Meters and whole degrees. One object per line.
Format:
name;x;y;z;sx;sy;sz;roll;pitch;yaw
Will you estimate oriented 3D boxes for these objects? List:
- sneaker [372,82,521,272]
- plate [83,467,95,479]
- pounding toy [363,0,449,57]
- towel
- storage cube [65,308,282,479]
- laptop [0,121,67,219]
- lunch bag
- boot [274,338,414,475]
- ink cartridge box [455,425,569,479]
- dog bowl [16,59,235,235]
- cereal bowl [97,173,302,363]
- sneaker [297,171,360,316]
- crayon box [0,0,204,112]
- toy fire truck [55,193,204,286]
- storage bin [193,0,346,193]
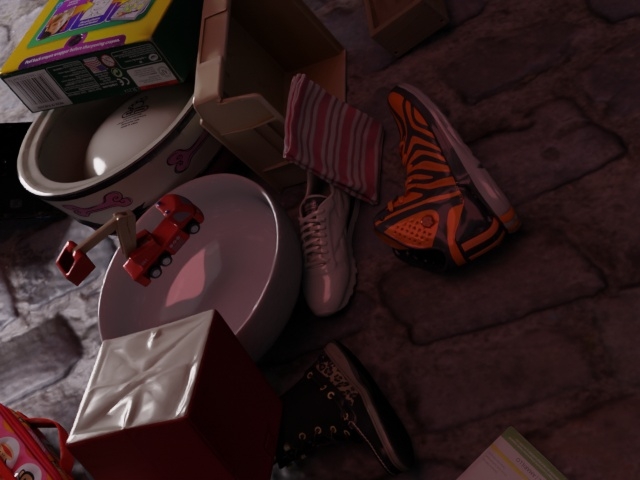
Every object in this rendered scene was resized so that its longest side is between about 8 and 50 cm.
sneaker;0.136;-0.087;1.611;0.180;0.124;0.321;-35;50;6
plate;-0.297;0.290;1.704;0.188;0.024;0.188;-15;56;24
pounding toy;0.153;-0.390;1.819;0.130;0.100;0.141;-32;47;29
towel;0.026;-0.151;1.673;0.029;0.197;0.144;-21;53;43
storage cube;-0.180;0.236;1.432;0.184;0.193;0.215;-16;36;22
laptop;-0.608;-0.095;2.110;0.264;0.136;0.234;-4;55;-9
lunch bag;-0.483;0.386;1.702;0.258;0.120;0.293;-47;51;-8
boot;0.011;0.264;1.498;0.178;0.085;0.236;-40;43;6
ink cartridge box;0.210;0.366;1.337;0.235;0.056;0.171;-44;50;-3
dog bowl;-0.301;-0.181;1.870;0.408;0.150;0.408;-23;40;20
cereal bowl;-0.163;0.077;1.669;0.339;0.141;0.339;-18;54;26
sneaker;0.000;0.000;1.659;0.090;0.095;0.235;-12;58;23
crayon box;-0.329;-0.382;1.891;0.363;0.106;0.313;-4;47;35
toy fire truck;-0.273;-0.001;1.609;0.192;0.135;0.047;-49;46;1
storage bin;-0.075;-0.255;1.754;0.123;0.260;0.262;-16;55;27
